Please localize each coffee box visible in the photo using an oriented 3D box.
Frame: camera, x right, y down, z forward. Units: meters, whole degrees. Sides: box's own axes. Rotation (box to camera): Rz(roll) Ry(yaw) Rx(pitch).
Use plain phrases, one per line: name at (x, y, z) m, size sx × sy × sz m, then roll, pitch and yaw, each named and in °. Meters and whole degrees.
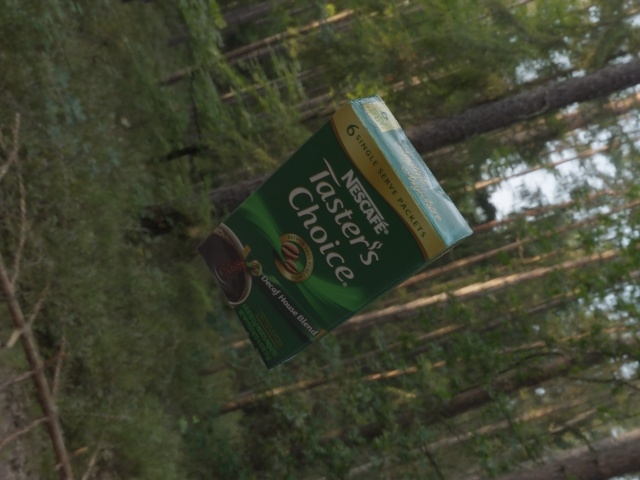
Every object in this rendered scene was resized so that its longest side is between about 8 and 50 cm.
coffee box at (0.000, 0.000, 0.510) m, size 0.040 × 0.184 × 0.113 m, roll -21°, pitch 77°, yaw -52°
